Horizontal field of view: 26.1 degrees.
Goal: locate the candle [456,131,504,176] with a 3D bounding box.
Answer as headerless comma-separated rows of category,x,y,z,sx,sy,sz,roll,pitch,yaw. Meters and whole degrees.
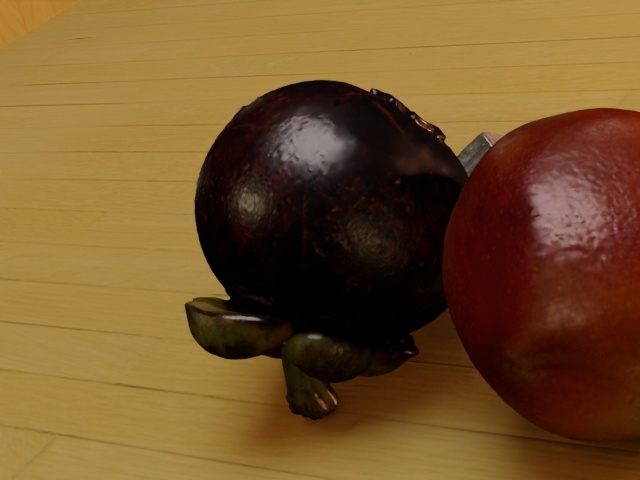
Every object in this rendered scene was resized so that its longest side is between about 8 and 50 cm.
candle,0.222,-0.052,1.527,0.068,0.168,0.192,-46,16,21

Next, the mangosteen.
mangosteen,0.008,-0.011,1.437,0.330,0.330,0.330,-13,26,7

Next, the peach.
peach,0.256,0.033,1.270,0.308,0.308,0.332,2,29,34
